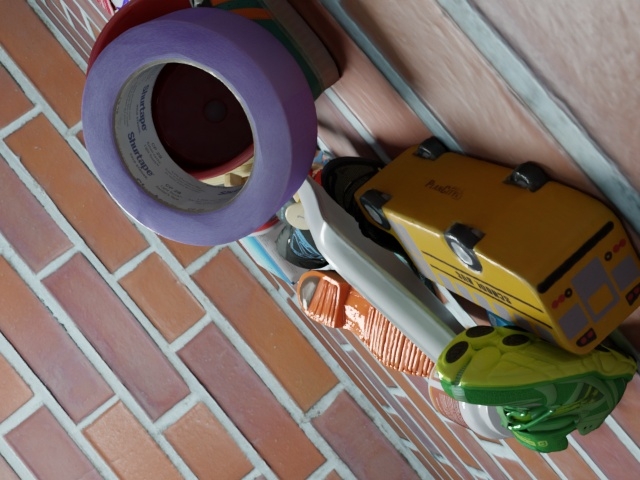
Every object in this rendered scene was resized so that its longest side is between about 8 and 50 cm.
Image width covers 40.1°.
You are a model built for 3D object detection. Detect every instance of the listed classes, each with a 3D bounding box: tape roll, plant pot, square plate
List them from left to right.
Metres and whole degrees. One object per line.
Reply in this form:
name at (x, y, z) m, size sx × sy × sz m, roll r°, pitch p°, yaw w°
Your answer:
tape roll at (-0.146, -0.135, 1.055) m, size 0.274 × 0.275 × 0.090 m, roll 51°, pitch -149°, yaw -6°
plant pot at (-0.174, -0.208, 1.282) m, size 0.275 × 0.275 × 0.243 m, roll 50°, pitch 180°, yaw 3°
square plate at (0.096, 0.059, 1.174) m, size 0.347 × 0.049 × 0.344 m, roll 43°, pitch -175°, yaw -15°

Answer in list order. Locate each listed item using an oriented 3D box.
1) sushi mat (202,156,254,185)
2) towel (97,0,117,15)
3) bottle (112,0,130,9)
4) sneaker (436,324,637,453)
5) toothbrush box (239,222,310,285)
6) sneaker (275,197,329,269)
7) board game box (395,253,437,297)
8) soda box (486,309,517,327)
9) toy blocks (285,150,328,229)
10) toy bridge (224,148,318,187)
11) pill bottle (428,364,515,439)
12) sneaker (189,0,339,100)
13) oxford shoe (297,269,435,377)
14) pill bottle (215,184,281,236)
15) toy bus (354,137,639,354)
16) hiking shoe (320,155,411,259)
sushi mat at (-0.184, -0.152, 1.507) m, size 0.151 × 0.317 × 0.019 m, roll 63°, pitch -155°, yaw -42°
towel at (-0.558, -0.647, 1.955) m, size 0.275 × 0.031 × 0.199 m, roll 46°, pitch 167°, yaw 13°
bottle at (-0.309, -0.421, 1.502) m, size 0.282 × 0.092 × 0.118 m, roll 53°, pitch 169°, yaw -12°
sneaker at (0.223, 0.154, 0.867) m, size 0.296 × 0.123 × 0.109 m, roll 11°, pitch -174°, yaw -44°
toothbrush box at (-0.121, -0.040, 1.958) m, size 0.216 × 0.126 × 0.295 m, roll 53°, pitch 169°, yaw -17°
sneaker at (0.000, 0.000, 1.595) m, size 0.140 × 0.125 × 0.341 m, roll 42°, pitch 170°, yaw 16°
board game box at (0.138, 0.050, 1.451) m, size 0.126 × 0.026 × 0.186 m, roll 41°, pitch 166°, yaw 40°
soda box at (0.266, 0.135, 1.070) m, size 0.067 × 0.071 × 0.210 m, roll 43°, pitch 168°, yaw 39°
toy blocks at (-0.035, -0.107, 1.349) m, size 0.123 × 0.054 × 0.148 m, roll 47°, pitch -143°, yaw -27°
toy bridge at (-0.076, -0.122, 1.478) m, size 0.063 × 0.188 × 0.026 m, roll 16°, pitch -118°, yaw -48°
pill bottle at (0.255, 0.236, 1.342) m, size 0.121 × 0.121 × 0.216 m, roll 52°, pitch 170°, yaw -7°
sneaker at (-0.116, -0.279, 1.098) m, size 0.302 × 0.121 × 0.108 m, roll 49°, pitch 169°, yaw 8°
oxford shoe at (0.128, 0.139, 1.642) m, size 0.364 × 0.133 × 0.129 m, roll 29°, pitch 114°, yaw 35°
pill bottle at (-0.164, -0.150, 1.649) m, size 0.161 × 0.161 × 0.283 m, roll 42°, pitch 167°, yaw 40°
toy bus at (0.165, -0.008, 0.900) m, size 0.130 × 0.108 × 0.333 m, roll 54°, pitch 169°, yaw -26°
hiking shoe at (0.079, -0.045, 1.109) m, size 0.227 × 0.086 × 0.114 m, roll 35°, pitch -168°, yaw 27°
